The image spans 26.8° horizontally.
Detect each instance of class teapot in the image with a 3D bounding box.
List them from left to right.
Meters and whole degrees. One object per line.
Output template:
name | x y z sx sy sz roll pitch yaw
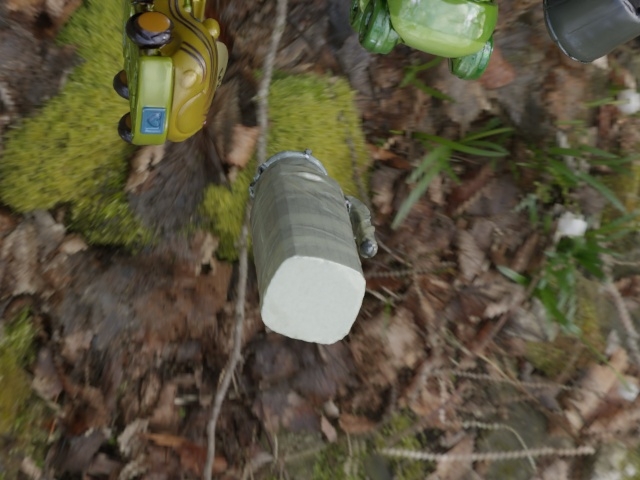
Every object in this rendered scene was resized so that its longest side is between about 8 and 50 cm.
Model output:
teapot | 0.000 0.000 1.086 0.107 0.200 0.077 13 117 -14

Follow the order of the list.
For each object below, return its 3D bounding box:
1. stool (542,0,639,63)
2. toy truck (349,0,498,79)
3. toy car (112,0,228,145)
stool | 0.294 -0.244 1.400 0.096 0.110 0.096 16 64 -37
toy truck | 0.123 -0.275 1.405 0.148 0.187 0.210 15 126 -13
toy car | -0.193 -0.239 1.764 0.142 0.200 0.248 -1 52 -14
